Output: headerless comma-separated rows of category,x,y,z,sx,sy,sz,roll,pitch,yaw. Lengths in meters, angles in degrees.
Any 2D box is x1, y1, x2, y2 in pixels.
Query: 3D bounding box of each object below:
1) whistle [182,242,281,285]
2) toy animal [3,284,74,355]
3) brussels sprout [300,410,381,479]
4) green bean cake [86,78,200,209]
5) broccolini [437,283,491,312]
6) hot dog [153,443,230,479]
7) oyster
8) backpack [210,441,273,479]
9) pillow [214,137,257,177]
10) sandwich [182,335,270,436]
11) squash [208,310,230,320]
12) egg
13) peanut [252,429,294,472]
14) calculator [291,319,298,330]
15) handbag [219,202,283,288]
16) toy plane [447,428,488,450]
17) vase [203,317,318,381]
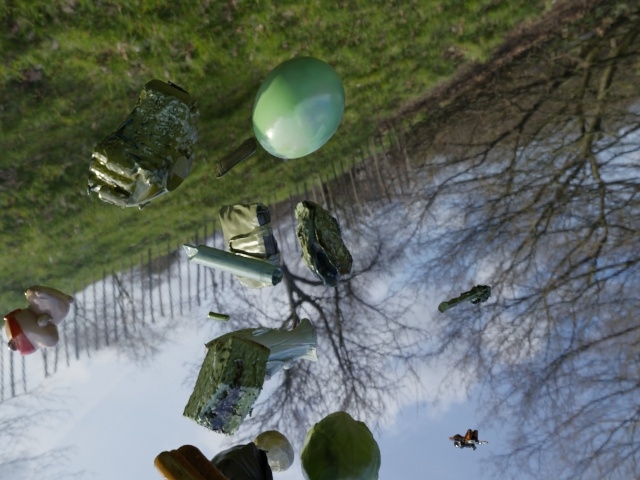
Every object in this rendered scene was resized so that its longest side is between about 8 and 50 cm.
whistle,-0.264,0.065,1.598,0.311,0.062,0.062,14,-162,18
toy animal,-0.799,0.228,1.543,0.198,0.171,0.171,-62,-159,-9
brussels sprout,0.072,0.861,2.155,0.343,0.268,0.344,6,-138,-6
green bean cake,-0.443,-0.244,1.435,0.285,0.202,0.310,-59,-175,39
broccolini,0.541,0.212,2.012,0.078,0.074,0.392,35,-158,27
hot dog,-0.377,0.762,1.691,0.348,0.117,0.158,24,-171,37
oyster,-0.003,-0.005,1.692,0.158,0.162,0.351,-27,-129,-3
backpack,-0.247,0.970,1.980,0.254,0.446,0.363,-32,175,12
pillow,-0.355,-0.344,2.278,0.217,0.033,0.130,-34,-142,8
sandwich,-0.270,0.413,1.562,0.131,0.263,0.325,28,156,-18
squash,-0.374,0.283,2.024,0.083,0.028,0.027,9,-164,18
egg,-0.057,-0.332,1.386,0.270,0.220,0.220,-56,169,25
peanut,-0.219,0.978,2.544,0.174,0.340,0.158,-13,-133,-3
calculator,-0.126,0.458,2.411,0.034,0.191,0.127,12,-160,-1
handbag,-0.247,0.023,1.909,0.109,0.316,0.253,-18,-170,-40
toy plane,0.490,0.694,1.883,0.135,0.062,0.188,13,148,-15
vase,-0.224,0.455,2.185,0.444,0.250,0.250,-13,-173,-21
